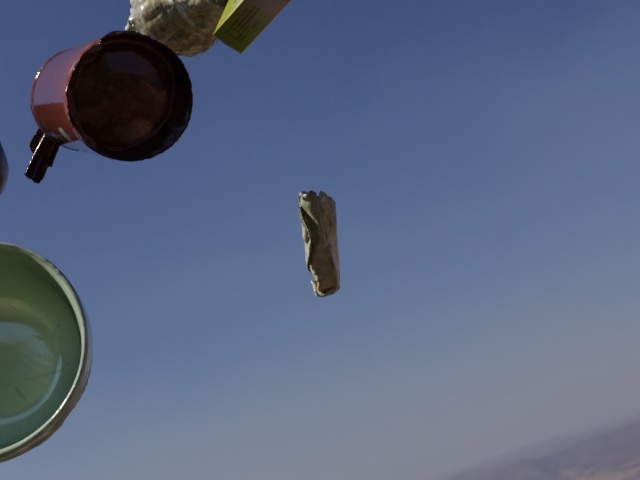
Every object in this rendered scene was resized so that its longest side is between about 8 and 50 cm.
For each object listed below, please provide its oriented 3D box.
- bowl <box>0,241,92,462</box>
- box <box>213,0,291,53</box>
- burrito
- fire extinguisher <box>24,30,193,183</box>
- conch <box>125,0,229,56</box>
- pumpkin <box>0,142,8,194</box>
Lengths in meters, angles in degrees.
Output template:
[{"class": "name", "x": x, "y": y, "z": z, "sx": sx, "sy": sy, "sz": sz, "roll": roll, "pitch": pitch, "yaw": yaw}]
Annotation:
[{"class": "bowl", "x": -0.463, "y": 0.169, "z": 1.357, "sx": 0.307, "sy": 0.307, "sz": 0.163, "roll": -18, "pitch": -20, "yaw": -4}, {"class": "box", "x": -0.063, "y": -0.436, "z": 1.534, "sx": 0.062, "sy": 0.175, "sz": 0.260, "roll": 32, "pitch": -38, "yaw": -21}, {"class": "burrito", "x": 0.000, "y": 0.000, "z": 1.173, "sx": 0.041, "sy": 0.149, "sz": 0.055, "roll": 2, "pitch": 26, "yaw": 20}, {"class": "fire extinguisher", "x": -0.226, "y": -0.116, "z": 0.915, "sx": 0.106, "sy": 0.147, "sz": 0.337, "roll": 33, "pitch": -7, "yaw": -23}, {"class": "conch", "x": -0.235, "y": -0.448, "z": 1.841, "sx": 0.291, "sy": 0.210, "sz": 0.159, "roll": -5, "pitch": -38, "yaw": 13}, {"class": "pumpkin", "x": -0.657, "y": -0.103, "z": 1.655, "sx": 0.232, "sy": 0.242, "sz": 0.325, "roll": -4, "pitch": 11, "yaw": -8}]
